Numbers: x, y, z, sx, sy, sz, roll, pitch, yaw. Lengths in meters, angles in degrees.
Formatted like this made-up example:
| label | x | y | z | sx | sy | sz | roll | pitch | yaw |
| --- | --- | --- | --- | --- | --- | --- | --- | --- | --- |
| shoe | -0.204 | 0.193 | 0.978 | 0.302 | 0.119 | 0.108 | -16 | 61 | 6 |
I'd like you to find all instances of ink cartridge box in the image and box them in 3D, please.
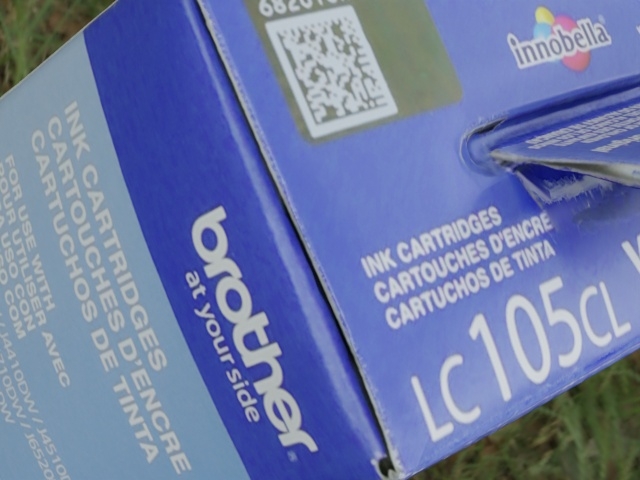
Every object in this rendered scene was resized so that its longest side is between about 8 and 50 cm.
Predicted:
| label | x | y | z | sx | sy | sz | roll | pitch | yaw |
| --- | --- | --- | --- | --- | --- | --- | --- | --- | --- |
| ink cartridge box | 0.000 | 0.000 | 0.488 | 0.270 | 0.395 | 0.151 | -19 | 85 | -43 |
